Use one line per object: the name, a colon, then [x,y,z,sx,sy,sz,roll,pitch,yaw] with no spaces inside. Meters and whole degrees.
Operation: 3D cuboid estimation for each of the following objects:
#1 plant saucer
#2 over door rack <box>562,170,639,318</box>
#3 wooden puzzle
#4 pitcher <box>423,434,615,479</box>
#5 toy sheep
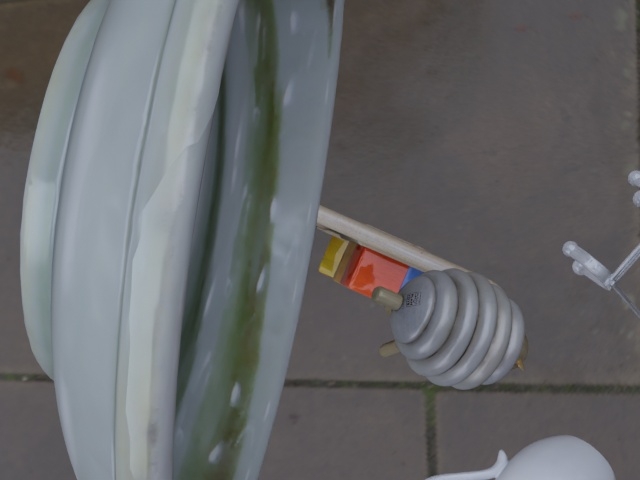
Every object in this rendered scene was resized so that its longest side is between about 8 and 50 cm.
plant saucer: [-0.069,-0.022,0.592,0.100,0.400,0.401,10,97,7]
over door rack: [0.435,-0.010,1.381,0.239,0.324,0.108,-48,49,6]
wooden puzzle: [0.000,0.000,1.176,0.347,0.322,0.081,28,89,-9]
pitcher: [0.216,0.295,1.270,0.207,0.125,0.178,-38,76,-27]
toy sheep: [0.090,0.061,0.788,0.132,0.091,0.091,18,103,-26]
